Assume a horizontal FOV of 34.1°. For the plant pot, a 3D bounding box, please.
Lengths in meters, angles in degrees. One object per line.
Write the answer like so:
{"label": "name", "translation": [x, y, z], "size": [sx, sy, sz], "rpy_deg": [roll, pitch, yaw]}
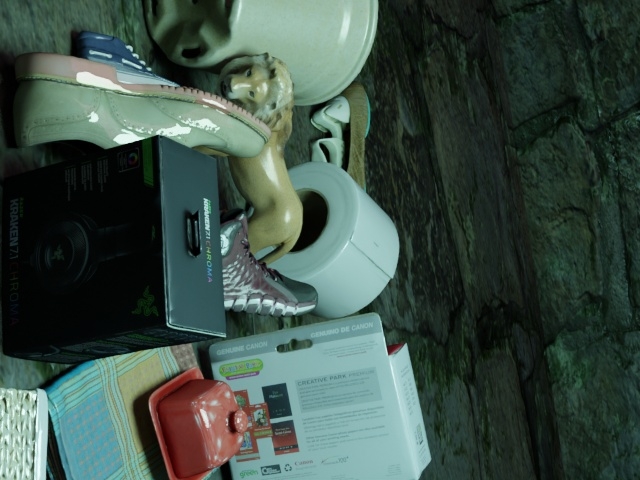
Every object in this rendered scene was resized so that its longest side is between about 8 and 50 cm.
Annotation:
{"label": "plant pot", "translation": [-0.123, -0.405, 1.808], "size": [0.305, 0.334, 0.334], "rpy_deg": [-7, 85, -51]}

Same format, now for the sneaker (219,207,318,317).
{"label": "sneaker", "translation": [-0.110, 0.032, 1.693], "size": [0.281, 0.106, 0.162], "rpy_deg": [6, 101, -36]}

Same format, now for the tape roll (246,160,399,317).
{"label": "tape roll", "translation": [0.000, 0.000, 1.913], "size": [0.169, 0.246, 0.246], "rpy_deg": [41, 44, -49]}

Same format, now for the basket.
{"label": "basket", "translation": [-0.391, 0.252, 1.200], "size": [0.103, 0.113, 0.167], "rpy_deg": [25, 58, -53]}

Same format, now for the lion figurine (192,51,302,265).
{"label": "lion figurine", "translation": [-0.107, -0.110, 1.752], "size": [0.142, 0.240, 0.392], "rpy_deg": [-50, 125, -57]}

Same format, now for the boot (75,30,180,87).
{"label": "boot", "translation": [-0.288, -0.264, 1.613], "size": [0.190, 0.069, 0.086], "rpy_deg": [11, 65, -42]}

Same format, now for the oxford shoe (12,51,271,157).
{"label": "oxford shoe", "translation": [-0.257, -0.156, 1.520], "size": [0.397, 0.140, 0.146], "rpy_deg": [10, 82, -29]}

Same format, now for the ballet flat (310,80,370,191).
{"label": "ballet flat", "translation": [0.034, -0.208, 2.241], "size": [0.124, 0.116, 0.342], "rpy_deg": [19, 65, -38]}

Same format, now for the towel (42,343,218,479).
{"label": "towel", "translation": [-0.263, 0.280, 1.515], "size": [0.370, 0.040, 0.271], "rpy_deg": [-32, 109, -62]}

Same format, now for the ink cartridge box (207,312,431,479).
{"label": "ink cartridge box", "translation": [-0.003, 0.266, 1.709], "size": [0.130, 0.309, 0.272], "rpy_deg": [-14, 92, -73]}

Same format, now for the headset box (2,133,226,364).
{"label": "headset box", "translation": [-0.261, 0.018, 1.354], "size": [0.131, 0.283, 0.246], "rpy_deg": [21, 62, -59]}

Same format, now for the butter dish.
{"label": "butter dish", "translation": [-0.162, 0.274, 1.549], "size": [0.160, 0.118, 0.160], "rpy_deg": [-27, 102, -64]}
